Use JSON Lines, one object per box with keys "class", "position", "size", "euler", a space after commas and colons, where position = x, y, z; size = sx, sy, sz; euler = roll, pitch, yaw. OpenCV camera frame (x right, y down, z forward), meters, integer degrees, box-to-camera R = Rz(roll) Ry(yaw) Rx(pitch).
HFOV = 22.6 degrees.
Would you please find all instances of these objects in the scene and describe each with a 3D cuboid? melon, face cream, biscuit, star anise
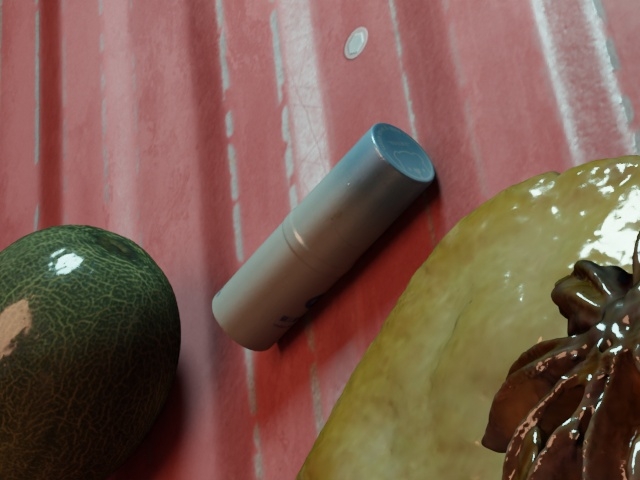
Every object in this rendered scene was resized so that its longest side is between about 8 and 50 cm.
{"class": "melon", "position": [-0.273, 0.133, 1.643], "size": [0.301, 0.238, 0.237], "euler": [-62, 34, 16]}
{"class": "face cream", "position": [0.000, 0.000, 1.488], "size": [0.250, 0.077, 0.077], "euler": [-47, 39, 30]}
{"class": "biscuit", "position": [0.161, 0.145, 1.142], "size": [0.446, 0.104, 0.429], "euler": [-60, 34, 4]}
{"class": "star anise", "position": [0.216, 0.075, 0.942], "size": [0.315, 0.108, 0.315], "euler": [-35, 24, 19]}
